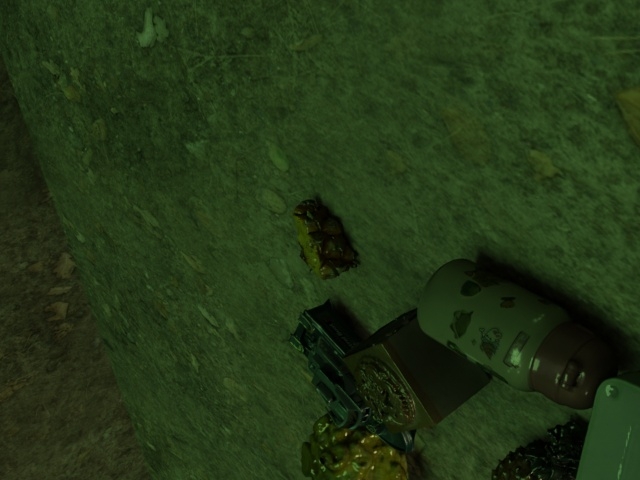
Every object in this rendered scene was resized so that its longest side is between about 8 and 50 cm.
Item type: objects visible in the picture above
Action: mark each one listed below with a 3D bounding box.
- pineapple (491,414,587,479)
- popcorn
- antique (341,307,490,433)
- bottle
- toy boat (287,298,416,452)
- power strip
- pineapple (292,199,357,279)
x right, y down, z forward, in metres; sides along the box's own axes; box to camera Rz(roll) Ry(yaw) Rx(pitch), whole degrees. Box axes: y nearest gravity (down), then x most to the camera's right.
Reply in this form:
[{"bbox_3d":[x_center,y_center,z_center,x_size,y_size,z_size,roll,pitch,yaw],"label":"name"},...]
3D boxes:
[{"bbox_3d":[0.307,0.310,1.208,0.108,0.108,0.197,46,136,24],"label":"pineapple"},{"bbox_3d":[0.062,0.408,1.592,0.218,0.170,0.189,61,152,7],"label":"popcorn"},{"bbox_3d":[0.134,0.192,1.312,0.152,0.148,0.147,56,153,3],"label":"antique"},{"bbox_3d":[0.247,0.121,1.098,0.253,0.120,0.120,31,139,41],"label":"bottle"},{"bbox_3d":[0.057,0.244,1.502,0.296,0.122,0.114,49,149,19],"label":"toy boat"},{"bbox_3d":[0.392,0.288,0.933,0.261,0.141,0.229,24,111,46],"label":"power strip"},{"bbox_3d":[0.000,0.000,1.448,0.137,0.069,0.116,66,157,9],"label":"pineapple"}]
